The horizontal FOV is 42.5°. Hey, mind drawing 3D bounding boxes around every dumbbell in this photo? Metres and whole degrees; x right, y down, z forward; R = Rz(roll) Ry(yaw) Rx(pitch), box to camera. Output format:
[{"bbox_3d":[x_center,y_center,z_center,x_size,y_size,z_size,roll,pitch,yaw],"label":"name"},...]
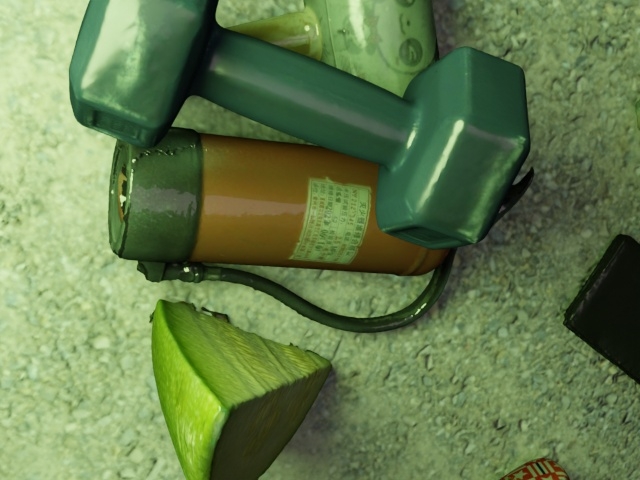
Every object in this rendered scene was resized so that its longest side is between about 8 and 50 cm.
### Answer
[{"bbox_3d":[-0.012,-0.104,0.593,0.316,0.143,0.156,19,111,-14],"label":"dumbbell"}]

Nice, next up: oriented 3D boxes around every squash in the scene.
[{"bbox_3d":[-0.050,0.151,0.657,0.203,0.288,0.111,25,91,-23],"label":"squash"}]

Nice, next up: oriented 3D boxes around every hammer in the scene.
[{"bbox_3d":[-0.051,-0.166,0.696,0.305,0.113,0.202,-13,104,-9],"label":"hammer"}]

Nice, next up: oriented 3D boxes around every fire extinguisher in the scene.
[{"bbox_3d":[-0.001,-0.010,0.756,0.376,0.113,0.200,3,143,-20],"label":"fire extinguisher"}]

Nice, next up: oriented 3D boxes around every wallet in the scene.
[{"bbox_3d":[0.392,0.105,0.960,0.244,0.025,0.124,36,86,-22],"label":"wallet"}]

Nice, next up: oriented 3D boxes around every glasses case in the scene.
[{"bbox_3d":[0.191,0.307,0.903,0.194,0.073,0.049,-34,104,-11],"label":"glasses case"}]

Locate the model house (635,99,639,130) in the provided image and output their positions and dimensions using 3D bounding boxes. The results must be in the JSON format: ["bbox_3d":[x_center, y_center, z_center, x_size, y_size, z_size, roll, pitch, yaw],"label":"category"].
[{"bbox_3d":[0.516,-0.048,0.802,0.194,0.325,0.267,-26,106,-12],"label":"model house"}]
